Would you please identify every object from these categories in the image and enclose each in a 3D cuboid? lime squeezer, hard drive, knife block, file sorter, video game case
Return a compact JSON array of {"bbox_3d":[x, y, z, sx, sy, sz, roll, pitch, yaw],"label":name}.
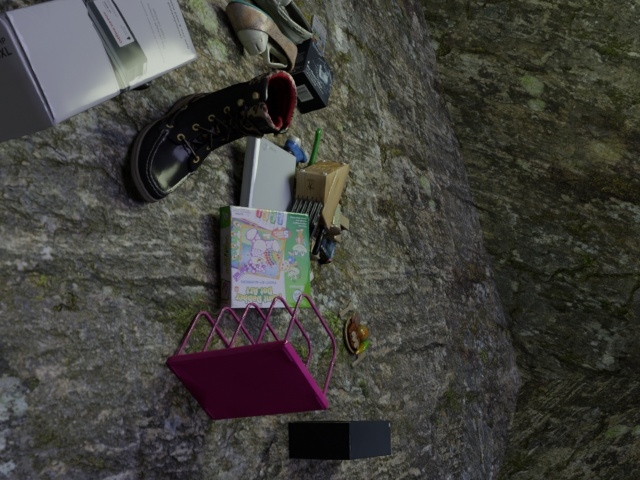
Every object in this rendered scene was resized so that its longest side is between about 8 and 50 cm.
[{"bbox_3d":[-0.019,-0.192,2.130,0.310,0.059,0.110,77,27,-52],"label":"lime squeezer"},{"bbox_3d":[-0.141,-0.100,1.867,0.203,0.040,0.307,23,69,-58],"label":"hard drive"},{"bbox_3d":[-0.009,-0.086,1.984,0.275,0.088,0.242,-38,136,-64],"label":"knife block"},{"bbox_3d":[-0.136,0.247,1.538,0.202,0.290,0.182,61,30,-32],"label":"file sorter"},{"bbox_3d":[-0.009,-0.691,2.393,0.087,0.011,0.122,43,44,-50],"label":"video game case"}]

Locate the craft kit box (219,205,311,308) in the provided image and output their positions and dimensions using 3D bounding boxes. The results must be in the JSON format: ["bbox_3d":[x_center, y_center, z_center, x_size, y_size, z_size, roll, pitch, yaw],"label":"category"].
[{"bbox_3d":[-0.135,0.046,1.753,0.250,0.061,0.247,4,84,-41],"label":"craft kit box"}]

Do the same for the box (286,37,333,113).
[{"bbox_3d":[-0.041,-0.507,2.182,0.156,0.093,0.158,51,38,-43],"label":"box"}]

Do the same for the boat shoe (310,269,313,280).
[{"bbox_3d":[-0.083,0.108,1.915,0.228,0.080,0.076,-41,111,-60],"label":"boat shoe"}]

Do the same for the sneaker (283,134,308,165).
[{"bbox_3d":[-0.081,-0.240,2.061,0.084,0.058,0.152,-64,167,-11],"label":"sneaker"}]

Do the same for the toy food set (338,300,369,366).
[{"bbox_3d":[0.117,0.300,2.267,0.132,0.038,0.192,-30,108,-61],"label":"toy food set"}]

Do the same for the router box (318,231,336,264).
[{"bbox_3d":[0.000,0.000,2.146,0.122,0.038,0.092,56,35,-39],"label":"router box"}]

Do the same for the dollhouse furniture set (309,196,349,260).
[{"bbox_3d":[0.043,-0.016,2.073,0.161,0.101,0.182,35,49,-45],"label":"dollhouse furniture set"}]

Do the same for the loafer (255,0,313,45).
[{"bbox_3d":[-0.127,-0.714,2.064,0.319,0.111,0.112,52,38,-41],"label":"loafer"}]

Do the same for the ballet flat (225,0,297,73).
[{"bbox_3d":[-0.157,-0.554,1.972,0.316,0.107,0.106,21,70,-58],"label":"ballet flat"}]

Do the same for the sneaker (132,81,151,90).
[{"bbox_3d":[-0.355,-0.435,1.450,0.100,0.108,0.271,4,102,-64],"label":"sneaker"}]

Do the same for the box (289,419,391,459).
[{"bbox_3d":[0.059,0.539,1.919,0.261,0.184,0.103,23,61,-58],"label":"box"}]

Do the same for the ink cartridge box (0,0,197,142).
[{"bbox_3d":[-0.435,-0.290,1.149,0.395,0.285,0.166,-50,126,-55],"label":"ink cartridge box"}]

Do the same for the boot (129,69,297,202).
[{"bbox_3d":[-0.224,-0.237,1.530,0.138,0.284,0.377,64,30,-27],"label":"boot"}]
